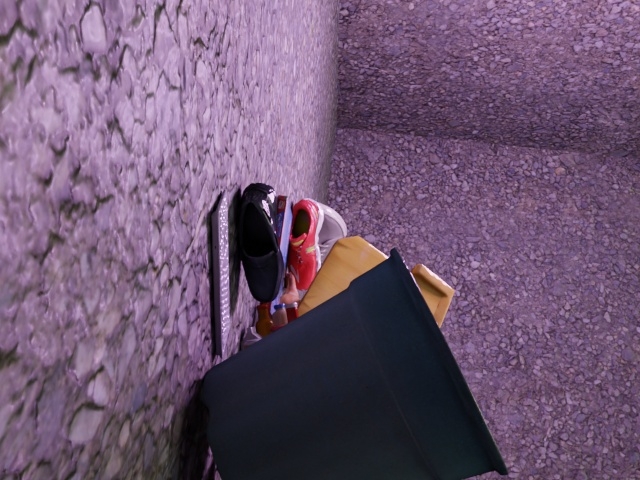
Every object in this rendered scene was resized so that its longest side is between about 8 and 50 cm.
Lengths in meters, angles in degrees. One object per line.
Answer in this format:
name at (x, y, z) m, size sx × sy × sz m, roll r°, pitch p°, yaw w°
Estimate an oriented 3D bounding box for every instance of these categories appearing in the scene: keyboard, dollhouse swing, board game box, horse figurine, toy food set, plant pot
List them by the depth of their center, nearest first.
plant pot at (0.034, 0.231, 0.830) m, size 0.341 × 0.334 × 0.341 m, roll -25°, pitch 90°, yaw -84°
keyboard at (-0.142, 0.055, 0.838) m, size 0.072 × 0.014 × 0.255 m, roll -78°, pitch 174°, yaw -59°
toy food set at (-0.096, 0.173, 1.124) m, size 0.232 × 0.111 × 0.104 m, roll 51°, pitch 29°, yaw -82°
dollhouse swing at (0.099, 0.219, 1.350) m, size 0.346 × 0.305 × 0.315 m, roll -60°, pitch 173°, yaw -31°
board game box at (-0.104, 0.047, 1.382) m, size 0.145 × 0.027 × 0.281 m, roll 82°, pitch 15°, yaw -72°
horse figurine at (-0.093, 0.197, 1.573) m, size 0.263 × 0.066 × 0.174 m, roll -79°, pitch -179°, yaw -80°

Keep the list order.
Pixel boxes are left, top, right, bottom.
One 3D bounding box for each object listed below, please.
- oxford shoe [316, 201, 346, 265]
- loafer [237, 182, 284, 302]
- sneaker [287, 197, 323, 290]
oxford shoe at (0.000, 0.000, 2.140) m, size 0.130 × 0.169 × 0.449 m, roll -58°, pitch 167°, yaw -23°
loafer at (-0.104, 0.015, 0.952) m, size 0.078 × 0.076 × 0.223 m, roll -68°, pitch 160°, yaw -59°
sneaker at (-0.063, 0.013, 1.687) m, size 0.118 × 0.107 × 0.278 m, roll -7°, pitch 100°, yaw -68°
